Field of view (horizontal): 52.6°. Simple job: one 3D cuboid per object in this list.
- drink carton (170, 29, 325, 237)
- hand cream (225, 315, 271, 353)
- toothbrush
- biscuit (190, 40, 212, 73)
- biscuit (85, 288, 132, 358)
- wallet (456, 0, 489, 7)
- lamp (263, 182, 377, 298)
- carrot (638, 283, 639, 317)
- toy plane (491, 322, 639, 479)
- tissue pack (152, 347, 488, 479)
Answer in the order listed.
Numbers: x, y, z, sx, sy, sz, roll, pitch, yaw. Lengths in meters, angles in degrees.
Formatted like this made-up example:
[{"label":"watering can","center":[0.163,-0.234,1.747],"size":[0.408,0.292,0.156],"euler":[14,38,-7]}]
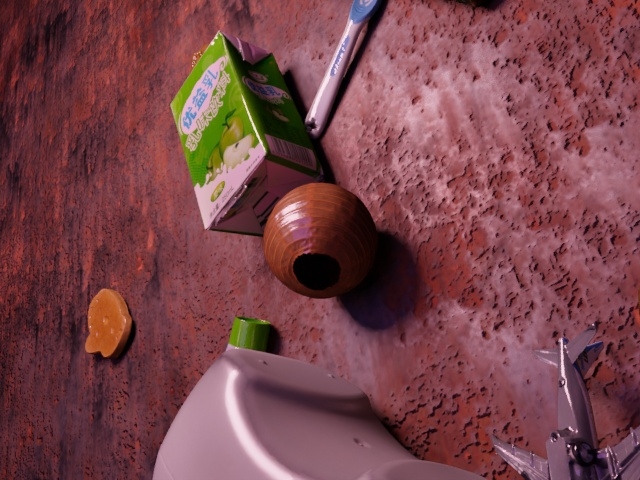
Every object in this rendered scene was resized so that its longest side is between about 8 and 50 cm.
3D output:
[{"label":"drink carton","center":[-0.112,-0.143,0.919],"size":[0.161,0.108,0.271],"euler":[-45,50,32]},{"label":"hand cream","center":[-0.115,0.239,0.845],"size":[0.079,0.050,0.275],"euler":[-176,97,-70]},{"label":"toothbrush","center":[0.062,-0.318,0.888],"size":[0.040,0.040,0.386],"euler":[30,100,45]},{"label":"biscuit","center":[-0.202,-0.320,1.146],"size":[0.092,0.016,0.082],"euler":[-38,52,30]},{"label":"biscuit","center":[-0.373,0.151,1.131],"size":[0.118,0.023,0.140],"euler":[-53,47,16]},{"label":"wallet","center":[0.105,-0.408,0.821],"size":[0.317,0.044,0.169],"euler":[30,102,34]},{"label":"lamp","center":[0.000,0.000,0.753],"size":[0.136,0.136,0.136],"euler":[-17,64,39]},{"label":"carrot","center":[0.275,0.129,0.494],"size":[0.078,0.078,0.298],"euler":[-14,63,40]},{"label":"toy plane","center":[0.207,0.177,0.508],"size":[0.226,0.058,0.226],"euler":[132,153,-56]},{"label":"tissue pack","center":[-0.003,0.269,0.587],"size":[0.333,0.229,0.236],"euler":[27,94,46]}]
